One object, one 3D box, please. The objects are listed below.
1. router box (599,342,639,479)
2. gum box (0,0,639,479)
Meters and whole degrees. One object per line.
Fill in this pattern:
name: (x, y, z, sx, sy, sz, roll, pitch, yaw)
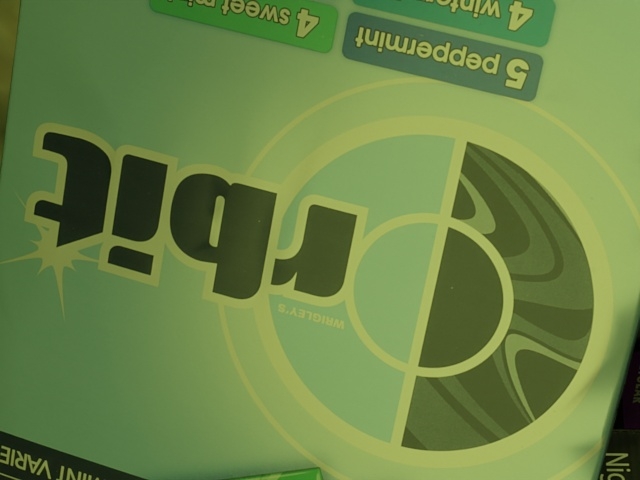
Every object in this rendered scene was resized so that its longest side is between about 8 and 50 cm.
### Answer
router box: (0.042, 0.112, 0.479, 0.133, 0.046, 0.179, -1, 121, 19)
gum box: (0.000, 0.000, 0.388, 0.157, 0.041, 0.184, 16, 110, 12)
